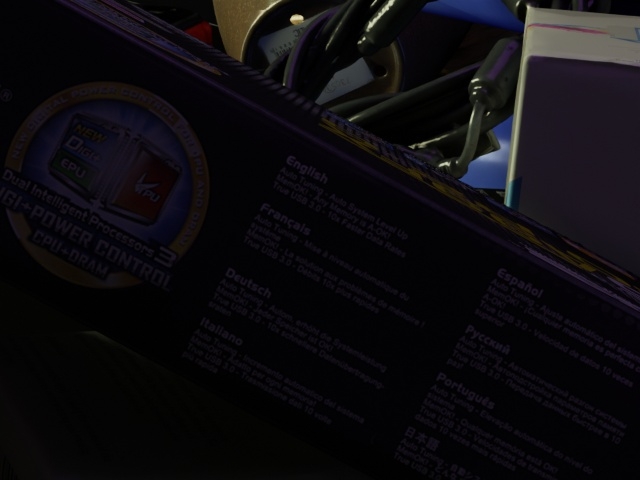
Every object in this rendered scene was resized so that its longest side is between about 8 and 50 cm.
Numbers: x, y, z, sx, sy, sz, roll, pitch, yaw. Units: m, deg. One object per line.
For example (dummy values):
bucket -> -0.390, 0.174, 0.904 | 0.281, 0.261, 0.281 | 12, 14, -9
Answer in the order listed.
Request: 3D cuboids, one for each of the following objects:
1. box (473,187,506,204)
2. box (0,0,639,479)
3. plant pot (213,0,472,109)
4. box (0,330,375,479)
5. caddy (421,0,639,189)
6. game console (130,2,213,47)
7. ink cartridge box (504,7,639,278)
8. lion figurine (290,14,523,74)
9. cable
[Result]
box -> 0.100, 0.038, 0.713 | 0.147, 0.078, 0.180 | 2, 16, -13
box -> 0.000, 0.000, 0.466 | 0.270, 0.060, 0.216 | 28, 5, -1
plant pot -> 0.012, -0.167, 1.229 | 0.215, 0.215, 0.230 | 7, 31, 3
box -> -0.041, 0.084, 0.452 | 0.087, 0.102, 0.101 | -2, 17, -22
caddy -> 0.179, -0.098, 0.937 | 0.179, 0.241, 0.341 | 14, 17, 39
game console -> -0.267, -0.112, 1.166 | 0.342, 0.060, 0.386 | 4, 14, 11
ink cartridge box -> 0.112, -0.028, 0.637 | 0.090, 0.092, 0.143 | 6, 15, 5
lion figurine -> 0.049, -0.260, 1.383 | 0.240, 0.142, 0.392 | -3, -33, 21
cable -> 0.036, -0.086, 0.774 | 0.184, 0.150, 0.047 | 4, -36, 51
